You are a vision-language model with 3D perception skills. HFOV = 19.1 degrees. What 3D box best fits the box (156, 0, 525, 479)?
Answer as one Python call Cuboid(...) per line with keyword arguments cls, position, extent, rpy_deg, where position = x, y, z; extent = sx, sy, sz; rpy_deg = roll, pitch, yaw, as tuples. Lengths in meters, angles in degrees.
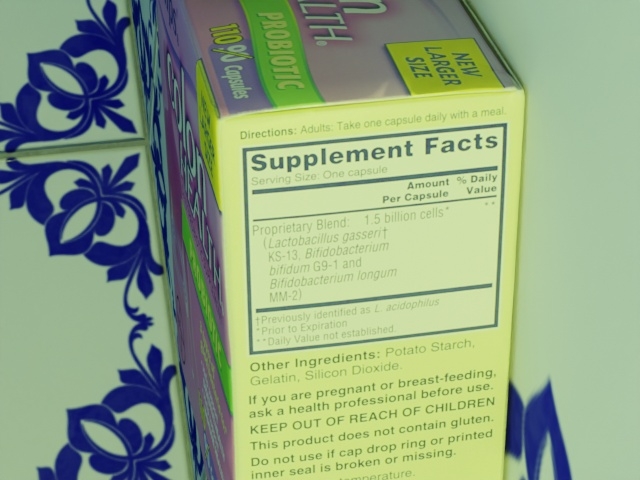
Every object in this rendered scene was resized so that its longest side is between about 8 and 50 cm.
Cuboid(cls="box", position=(0.000, 0.000, 0.839), extent=(0.213, 0.117, 0.243), rpy_deg=(-110, 17, -57))
